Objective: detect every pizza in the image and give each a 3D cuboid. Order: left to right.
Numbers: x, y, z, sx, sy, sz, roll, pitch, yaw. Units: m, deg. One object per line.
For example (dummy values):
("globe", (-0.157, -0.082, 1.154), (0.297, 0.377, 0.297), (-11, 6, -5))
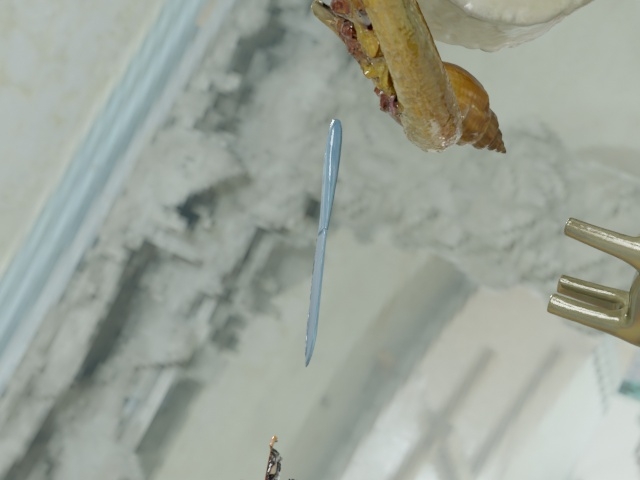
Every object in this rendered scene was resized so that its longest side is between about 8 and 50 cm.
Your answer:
("pizza", (0.054, -0.212, 1.687), (0.081, 0.228, 0.289), (-23, -37, 5))

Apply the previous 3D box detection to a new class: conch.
("conch", (0.108, -0.192, 2.201), (0.330, 0.093, 0.109), (30, -107, -21))

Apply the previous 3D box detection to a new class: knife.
("knife", (0.000, 0.000, 2.130), (0.044, 0.019, 0.313), (136, 144, -65))

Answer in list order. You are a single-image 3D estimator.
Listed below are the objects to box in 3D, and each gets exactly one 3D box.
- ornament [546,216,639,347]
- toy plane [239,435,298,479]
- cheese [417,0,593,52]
("ornament", (0.373, 0.038, 1.890), (0.230, 0.245, 0.061), (90, -156, -51))
("toy plane", (-0.044, 0.243, 1.526), (0.188, 0.062, 0.135), (-127, 38, -85))
("cheese", (0.183, -0.382, 1.902), (0.292, 0.332, 0.153), (-32, 1, -18))
